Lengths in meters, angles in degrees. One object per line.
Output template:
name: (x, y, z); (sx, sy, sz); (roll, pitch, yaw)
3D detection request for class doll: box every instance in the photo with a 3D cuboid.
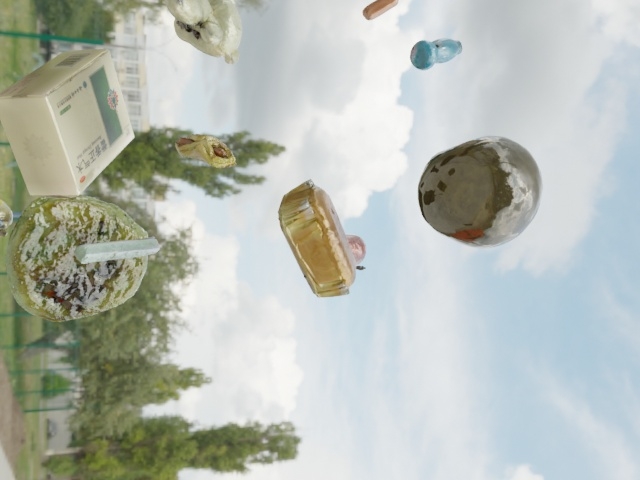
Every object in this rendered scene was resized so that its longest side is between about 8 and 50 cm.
doll: (-0.273, -0.478, 1.440); (0.278, 0.149, 0.175); (15, 70, -70)
doll: (-0.683, -0.058, 1.416); (0.102, 0.089, 0.179); (54, -40, 3)

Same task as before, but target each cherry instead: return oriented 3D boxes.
cherry: (0.077, 0.035, 1.732); (0.225, 0.107, 0.090); (27, 47, -63)

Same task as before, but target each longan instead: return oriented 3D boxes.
longan: (0.276, -0.084, 1.188); (0.198, 0.212, 0.198); (2, 90, -89)

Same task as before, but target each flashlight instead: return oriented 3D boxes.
flashlight: (0.203, -0.324, 1.184); (0.051, 0.129, 0.051); (20, -61, 40)

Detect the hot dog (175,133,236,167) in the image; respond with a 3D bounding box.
hot dog: (-0.284, -0.227, 1.678); (0.078, 0.169, 0.061); (-63, 164, -47)

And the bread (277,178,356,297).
bread: (0.000, 0.000, 1.479); (0.136, 0.107, 0.241); (-81, 151, -59)

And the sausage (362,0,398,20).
sausage: (0.130, -0.507, 1.484); (0.034, 0.083, 0.034); (58, -2, 3)

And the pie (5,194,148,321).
pie: (-0.540, 0.047, 1.521); (0.070, 0.323, 0.323); (30, -62, 52)

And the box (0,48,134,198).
box: (-0.399, -0.190, 1.094); (0.212, 0.095, 0.168); (-72, 160, -54)

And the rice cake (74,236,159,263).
rice cake: (-0.405, 0.018, 1.386); (0.033, 0.207, 0.033); (-45, -109, 27)
